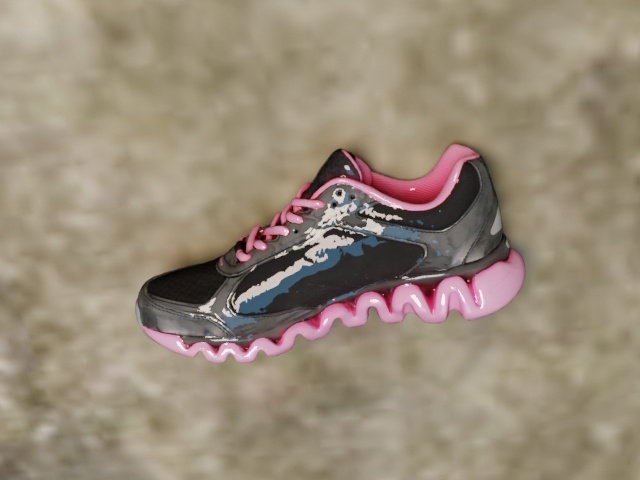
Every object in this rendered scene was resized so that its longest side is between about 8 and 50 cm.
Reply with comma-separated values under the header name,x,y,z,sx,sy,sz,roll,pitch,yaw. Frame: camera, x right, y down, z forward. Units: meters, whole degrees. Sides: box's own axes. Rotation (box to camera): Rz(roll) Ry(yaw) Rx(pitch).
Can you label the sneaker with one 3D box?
name,x,y,z,sx,sy,sz,roll,pitch,yaw
sneaker,0.000,0.000,0.355,0.119,0.047,0.057,-12,115,0
